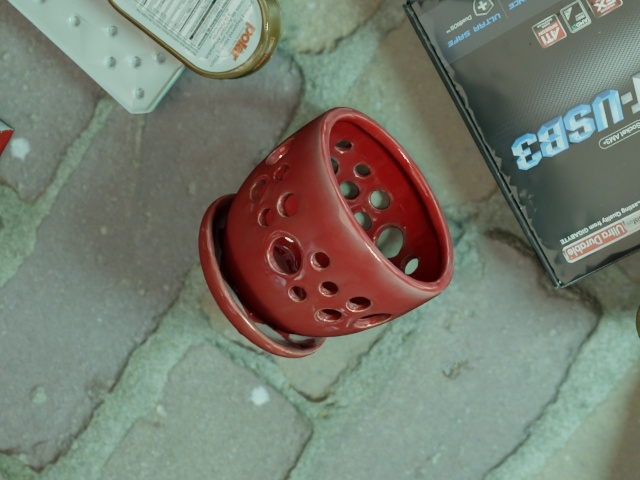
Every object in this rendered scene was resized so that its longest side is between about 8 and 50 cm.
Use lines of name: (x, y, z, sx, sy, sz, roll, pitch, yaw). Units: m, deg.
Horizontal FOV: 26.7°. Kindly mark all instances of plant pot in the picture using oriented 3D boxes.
plant pot: (0.000, 0.000, 1.219, 0.174, 0.191, 0.191, -31, 89, 30)

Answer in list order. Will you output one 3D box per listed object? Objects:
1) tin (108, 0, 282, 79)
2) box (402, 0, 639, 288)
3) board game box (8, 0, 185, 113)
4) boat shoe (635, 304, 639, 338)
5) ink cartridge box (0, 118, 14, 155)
tin: (-0.123, -0.225, 1.244, 0.190, 0.040, 0.106, 38, 113, 8)
box: (0.268, -0.151, 1.164, 0.296, 0.073, 0.293, -27, 89, 21)
board game box: (-0.190, -0.388, 1.282, 0.390, 0.050, 0.390, 43, 108, 7)
boat shoe: (0.374, -0.011, 1.097, 0.285, 0.089, 0.104, -42, 84, 22)
ink cartridge box: (-0.479, -0.020, 1.301, 0.130, 0.309, 0.271, 36, 109, 9)
